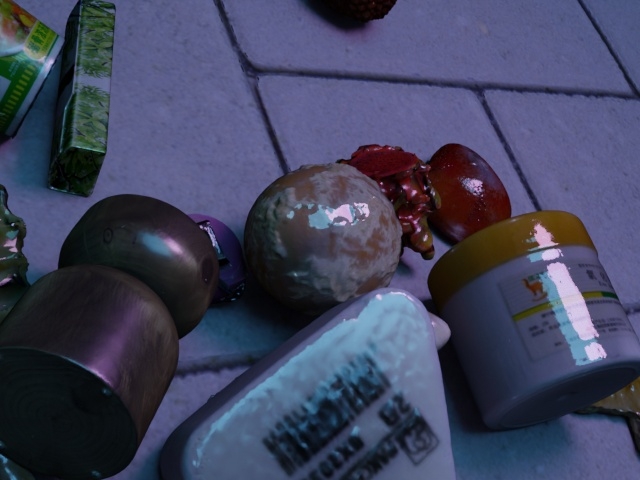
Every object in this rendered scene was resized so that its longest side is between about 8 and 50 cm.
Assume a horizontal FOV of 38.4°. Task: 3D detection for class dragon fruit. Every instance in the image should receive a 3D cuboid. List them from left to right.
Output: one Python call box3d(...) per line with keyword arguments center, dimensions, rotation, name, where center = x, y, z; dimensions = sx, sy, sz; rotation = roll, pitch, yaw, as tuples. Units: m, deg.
box3d(center=(0.111, -0.060, 1.371), dimensions=(0.133, 0.150, 0.208), rotation=(-27, 79, -12), name="dragon fruit")

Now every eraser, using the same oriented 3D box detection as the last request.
box3d(center=(0.022, 0.199, 1.031), dimensions=(0.331, 0.150, 0.332), rotation=(6, 73, -20), name="eraser")

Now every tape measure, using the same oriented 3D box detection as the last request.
box3d(center=(-0.154, 0.030, 1.162), dimensions=(0.118, 0.074, 0.125), rotation=(-23, 73, -43), name="tape measure")

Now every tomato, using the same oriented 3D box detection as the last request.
box3d(center=(0.247, -0.086, 1.491), dimensions=(0.173, 0.099, 0.189), rotation=(40, 43, 3), name="tomato")

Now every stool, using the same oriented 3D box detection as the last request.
box3d(center=(-0.227, 0.094, 0.964), dimensions=(0.179, 0.179, 0.264), rotation=(31, 36, -9), name="stool")

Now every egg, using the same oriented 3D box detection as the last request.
box3d(center=(0.000, 0.000, 1.190), dimensions=(0.203, 0.203, 0.245), rotation=(58, 23, 18), name="egg")

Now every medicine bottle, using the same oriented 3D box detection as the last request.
box3d(center=(0.296, 0.113, 1.271), dimensions=(0.237, 0.238, 0.232), rotation=(-2, 59, -34), name="medicine bottle")

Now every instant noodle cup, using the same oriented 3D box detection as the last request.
box3d(center=(-0.444, -0.242, 1.113), dimensions=(0.232, 0.207, 0.207), rotation=(30, 45, -20), name="instant noodle cup")

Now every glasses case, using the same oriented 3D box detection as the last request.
box3d(center=(-0.316, -0.196, 1.218), dimensions=(0.062, 0.095, 0.272), rotation=(9, 52, -21), name="glasses case")

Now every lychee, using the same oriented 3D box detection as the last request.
box3d(center=(0.072, -0.480, 1.636), dimensions=(0.188, 0.188, 0.188), rotation=(17, 49, -21), name="lychee")

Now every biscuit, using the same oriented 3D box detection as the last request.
box3d(center=(0.465, 0.261, 1.406), dimensions=(0.174, 0.039, 0.183), rotation=(-14, 64, -40), name="biscuit")

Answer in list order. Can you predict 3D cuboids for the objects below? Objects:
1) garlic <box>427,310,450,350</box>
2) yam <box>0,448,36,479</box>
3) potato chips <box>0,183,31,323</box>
box3d(center=(0.080, 0.140, 1.204), dimensions=(0.174, 0.124, 0.099), rotation=(-25, 100, -11), name="garlic")
box3d(center=(-0.260, 0.309, 0.899), dimensions=(0.046, 0.046, 0.264), rotation=(-21, 69, -41), name="yam")
box3d(center=(-0.497, 0.045, 0.940), dimensions=(0.429, 0.070, 0.358), rotation=(-22, 68, -43), name="potato chips")
